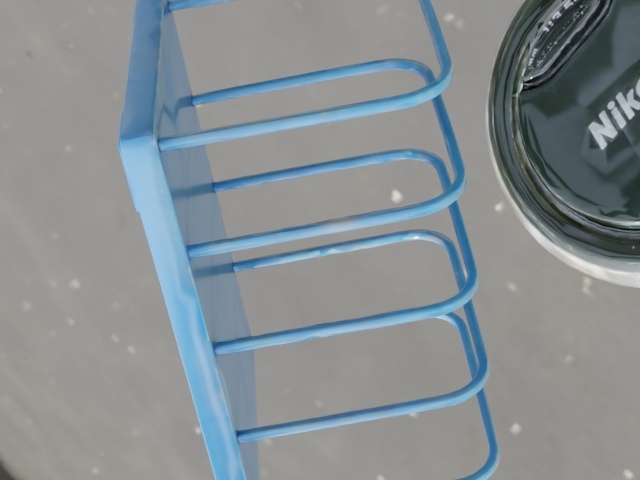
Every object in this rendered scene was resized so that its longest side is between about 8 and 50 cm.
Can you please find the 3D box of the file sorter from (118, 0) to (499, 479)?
[{"bbox_3d":[0.000,0.000,0.479,0.118,0.104,0.170,-98,-3,-57],"label":"file sorter"}]

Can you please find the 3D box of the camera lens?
[{"bbox_3d":[0.253,-0.082,0.871,0.219,0.274,0.219,1,91,33],"label":"camera lens"}]
